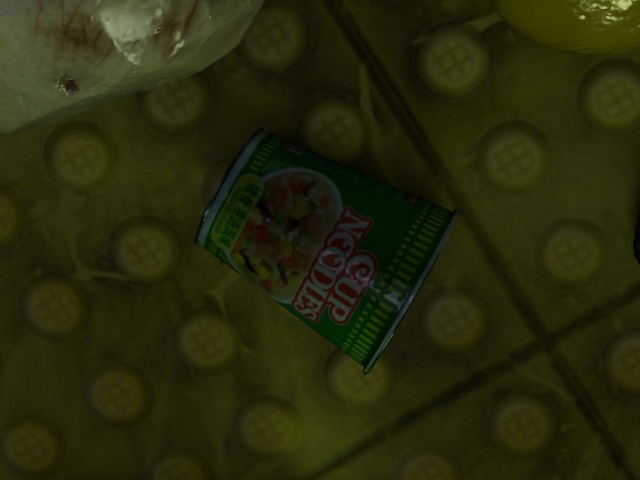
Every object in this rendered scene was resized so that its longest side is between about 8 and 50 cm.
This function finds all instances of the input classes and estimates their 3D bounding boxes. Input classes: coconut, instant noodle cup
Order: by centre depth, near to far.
[{"bbox_3d":[-0.237,-0.292,1.262,0.415,0.344,0.415,0,103,1],"label":"coconut"},{"bbox_3d":[0.000,0.000,1.424,0.232,0.207,0.207,29,106,3],"label":"instant noodle cup"}]

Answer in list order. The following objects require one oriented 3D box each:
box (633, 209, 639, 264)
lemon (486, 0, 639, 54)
[{"bbox_3d":[0.455,-0.033,1.457,0.212,0.042,0.201,11,106,-1],"label":"box"},{"bbox_3d":[0.278,-0.338,1.234,0.347,0.348,0.348,1,106,3],"label":"lemon"}]
